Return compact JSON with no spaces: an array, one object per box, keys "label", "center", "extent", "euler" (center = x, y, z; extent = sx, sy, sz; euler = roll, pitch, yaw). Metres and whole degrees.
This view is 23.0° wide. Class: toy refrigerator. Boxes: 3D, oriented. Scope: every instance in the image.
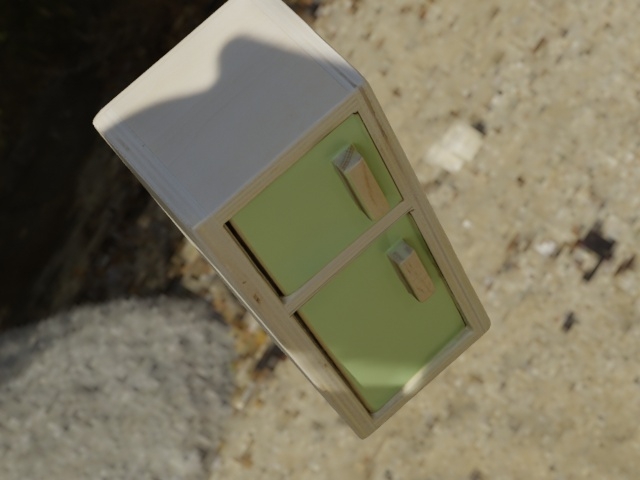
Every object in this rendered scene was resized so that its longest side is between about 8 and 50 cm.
[{"label":"toy refrigerator","center":[0.000,0.000,0.797],"extent":[0.102,0.094,0.269],"euler":[-41,-32,-5]}]
